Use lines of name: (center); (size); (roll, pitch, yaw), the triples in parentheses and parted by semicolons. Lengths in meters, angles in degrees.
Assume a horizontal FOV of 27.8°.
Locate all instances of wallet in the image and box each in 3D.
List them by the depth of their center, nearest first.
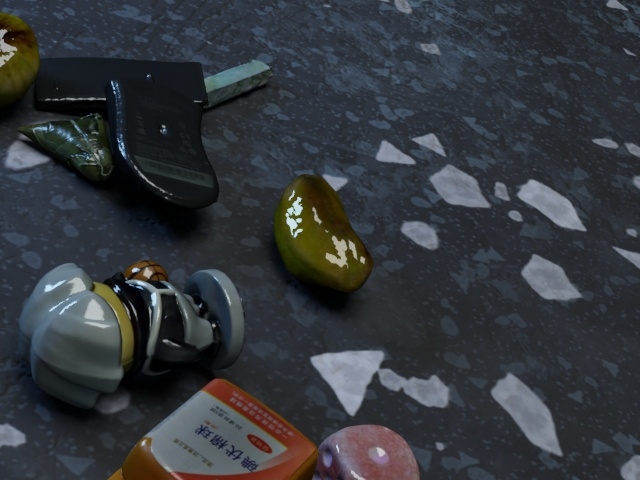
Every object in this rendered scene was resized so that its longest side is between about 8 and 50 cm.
wallet: (-0.287, -0.228, 1.859); (0.244, 0.025, 0.124); (-1, 38, -13)

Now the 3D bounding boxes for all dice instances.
dice: (0.048, 0.260, 1.394); (0.093, 0.091, 0.094); (2, 42, -25)

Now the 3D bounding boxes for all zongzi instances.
zongzi: (-0.336, -0.116, 1.707); (0.119, 0.055, 0.109); (-6, 46, -17)

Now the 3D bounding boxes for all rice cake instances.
rice cake: (-0.148, -0.232, 1.960); (0.043, 0.034, 0.211); (31, 37, 25)

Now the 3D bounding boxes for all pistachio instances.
pistachio: (-0.002, 0.002, 1.693); (0.110, 0.100, 0.189); (-20, 60, -15)

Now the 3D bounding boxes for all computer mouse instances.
computer mouse: (-0.223, -0.122, 1.727); (0.147, 0.088, 0.264); (18, 41, -30)

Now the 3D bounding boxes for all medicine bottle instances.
medicine bottle: (-0.121, 0.255, 1.295); (0.149, 0.112, 0.222); (34, 38, 15)

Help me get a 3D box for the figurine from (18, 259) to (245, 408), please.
figurine: (-0.219, 0.091, 1.438); (0.236, 0.133, 0.176); (-7, 36, -37)

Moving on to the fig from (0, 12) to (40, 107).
fig: (-0.447, -0.245, 1.747); (0.136, 0.121, 0.153); (30, 36, 2)
